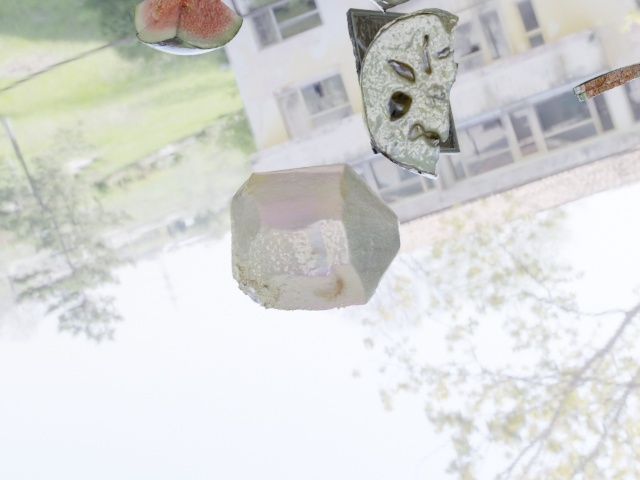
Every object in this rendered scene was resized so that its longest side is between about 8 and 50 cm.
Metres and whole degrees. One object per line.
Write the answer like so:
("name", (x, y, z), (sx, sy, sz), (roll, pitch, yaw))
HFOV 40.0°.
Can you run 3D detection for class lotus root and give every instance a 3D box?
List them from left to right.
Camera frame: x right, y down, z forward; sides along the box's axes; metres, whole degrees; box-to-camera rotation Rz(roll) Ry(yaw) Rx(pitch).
("lotus root", (0.122, -0.202, 1.198), (0.138, 0.235, 0.119), (4, -171, 14))

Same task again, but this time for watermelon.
("watermelon", (-0.232, -0.356, 1.491), (0.193, 0.145, 0.137), (3, 152, -2))

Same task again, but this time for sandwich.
("sandwich", (0.487, -0.268, 1.482), (0.135, 0.029, 0.067), (-21, -172, -3))

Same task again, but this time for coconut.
("coconut", (0.000, 0.000, 1.667), (0.309, 0.297, 0.297), (-4, -174, 15))

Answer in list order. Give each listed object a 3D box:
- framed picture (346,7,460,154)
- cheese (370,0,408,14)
("framed picture", (0.146, -0.278, 1.542), (0.192, 0.265, 0.018), (-3, 168, -33))
("cheese", (0.054, -0.439, 1.125), (0.115, 0.318, 0.326), (-29, 156, 18))
